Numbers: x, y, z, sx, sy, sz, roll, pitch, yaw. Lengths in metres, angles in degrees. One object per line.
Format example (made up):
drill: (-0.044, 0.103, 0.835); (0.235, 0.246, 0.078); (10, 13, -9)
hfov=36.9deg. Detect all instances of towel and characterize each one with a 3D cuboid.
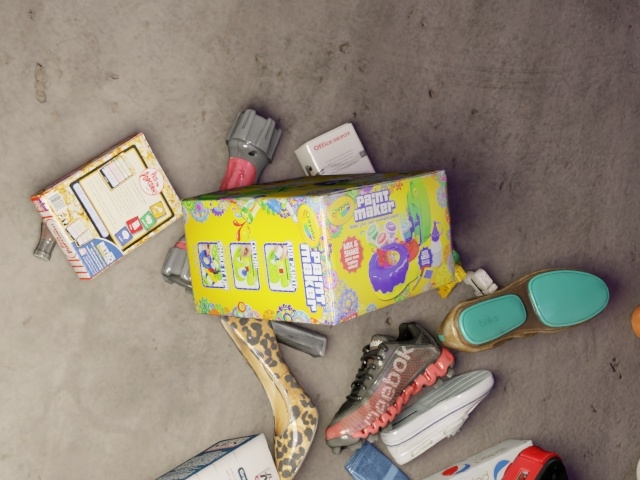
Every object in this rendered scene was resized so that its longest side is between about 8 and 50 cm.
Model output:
towel: (0.101, 0.397, 1.604); (0.119, 0.029, 0.067); (44, 67, -11)

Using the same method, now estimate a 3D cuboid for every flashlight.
flashlight: (-0.153, -0.063, 1.525); (0.103, 0.103, 0.304); (27, 74, -23)

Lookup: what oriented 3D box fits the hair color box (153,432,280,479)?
hair color box: (-0.194, 0.424, 1.358); (0.347, 0.105, 0.174); (-21, 91, -50)

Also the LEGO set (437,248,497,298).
LEGO set: (0.222, 0.031, 1.676); (0.087, 0.093, 0.227); (-44, 100, -22)

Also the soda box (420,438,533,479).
soda box: (0.272, 0.413, 1.651); (0.216, 0.074, 0.069); (-17, 90, -25)

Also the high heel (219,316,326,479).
high heel: (-0.095, 0.239, 1.504); (0.186, 0.093, 0.261); (22, 60, -23)

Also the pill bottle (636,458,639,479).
pill bottle: (0.745, 0.503, 1.790); (0.301, 0.169, 0.169); (49, 67, -10)

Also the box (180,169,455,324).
box: (0.000, 0.000, 1.421); (0.290, 0.279, 0.177); (-14, 101, -47)

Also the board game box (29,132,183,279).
board game box: (-0.317, -0.053, 1.454); (0.193, 0.045, 0.147); (-38, 110, -31)

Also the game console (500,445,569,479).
game console: (0.325, 0.569, 1.567); (0.386, 0.060, 0.342); (-42, 123, -38)

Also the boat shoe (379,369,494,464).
boat shoe: (0.206, 0.303, 1.646); (0.226, 0.083, 0.076); (-26, 105, -13)

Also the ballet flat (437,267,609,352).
ballet flat: (0.348, 0.129, 1.698); (0.342, 0.124, 0.116); (-16, 83, -27)

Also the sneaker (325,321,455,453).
sneaker: (0.097, 0.235, 1.590); (0.276, 0.097, 0.135); (-37, 98, -26)

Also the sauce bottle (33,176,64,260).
sauce bottle: (-0.397, -0.032, 1.447); (0.042, 0.042, 0.128); (24, 71, -18)

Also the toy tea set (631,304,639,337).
toy tea set: (0.758, 0.132, 1.874); (0.336, 0.124, 0.200); (-44, 100, -22)

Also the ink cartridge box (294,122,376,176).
ink cartridge box: (0.032, -0.118, 1.637); (0.099, 0.056, 0.135); (-27, 94, -25)
